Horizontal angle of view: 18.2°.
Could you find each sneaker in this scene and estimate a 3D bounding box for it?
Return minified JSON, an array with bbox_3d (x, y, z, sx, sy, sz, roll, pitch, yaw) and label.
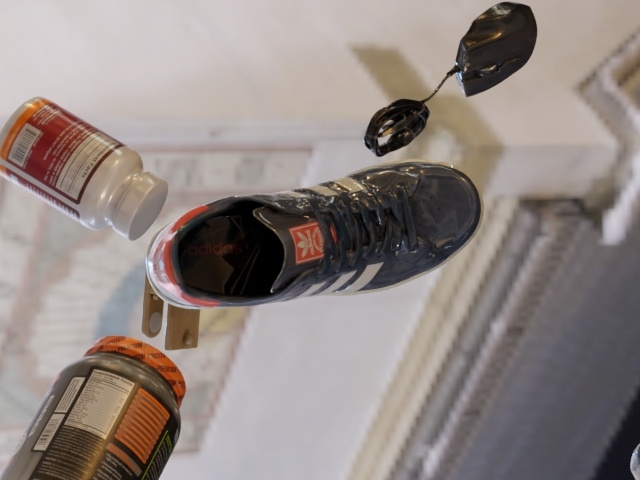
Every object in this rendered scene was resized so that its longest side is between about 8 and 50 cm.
[{"bbox_3d":[0.000,0.000,1.986,0.148,0.350,0.131,151,-76,-85],"label":"sneaker"}]

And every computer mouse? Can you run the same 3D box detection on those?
[{"bbox_3d":[0.124,-0.141,1.788,0.041,0.242,0.071,30,-37,27],"label":"computer mouse"}]

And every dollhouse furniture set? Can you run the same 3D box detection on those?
[{"bbox_3d":[-0.121,0.075,2.240,0.151,0.144,0.123,8,-84,32],"label":"dollhouse furniture set"}]

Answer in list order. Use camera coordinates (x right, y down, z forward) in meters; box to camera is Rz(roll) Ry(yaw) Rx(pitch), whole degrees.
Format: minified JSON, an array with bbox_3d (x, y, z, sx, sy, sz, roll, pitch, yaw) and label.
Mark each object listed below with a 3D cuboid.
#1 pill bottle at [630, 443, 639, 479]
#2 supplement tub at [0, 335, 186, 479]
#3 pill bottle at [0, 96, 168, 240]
[{"bbox_3d":[0.378,0.269,1.802,0.123,0.122,0.219,-57,-135,43],"label":"pill bottle"},{"bbox_3d":[-0.187,0.176,1.622,0.117,0.117,0.190,-47,-168,49],"label":"supplement tub"},{"bbox_3d":[-0.221,-0.064,1.852,0.152,0.086,0.086,31,-55,14],"label":"pill bottle"}]
